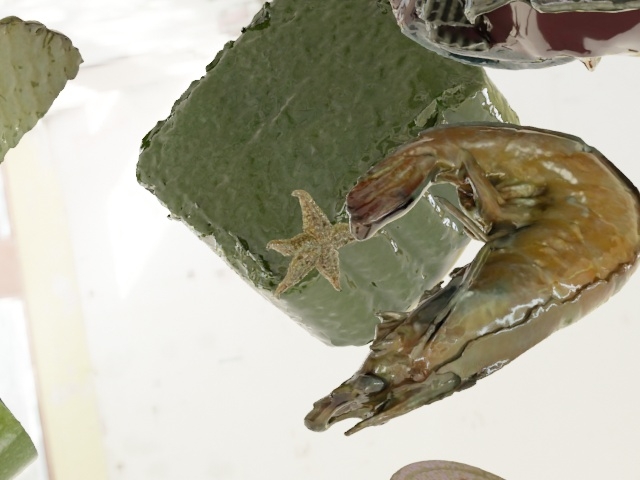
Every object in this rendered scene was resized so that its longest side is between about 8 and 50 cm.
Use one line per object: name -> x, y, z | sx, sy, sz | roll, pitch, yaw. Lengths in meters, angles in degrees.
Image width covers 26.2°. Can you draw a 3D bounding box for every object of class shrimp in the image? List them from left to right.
shrimp -> 0.067, 0.012, 0.717 | 0.251, 0.143, 0.052 | -33, 150, -36

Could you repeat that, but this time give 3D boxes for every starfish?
starfish -> 0.000, 0.000, 0.942 | 0.086, 0.092, 0.016 | -31, -144, -21

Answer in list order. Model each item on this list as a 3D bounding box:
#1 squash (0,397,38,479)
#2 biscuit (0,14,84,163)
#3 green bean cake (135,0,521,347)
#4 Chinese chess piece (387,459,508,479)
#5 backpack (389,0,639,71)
squash -> -0.376, 0.202, 1.374 | 0.170, 0.170, 0.123 | -17, -147, 57
biscuit -> -0.408, -0.164, 1.638 | 0.036, 0.273, 0.187 | 28, 164, 32
green bean cake -> 0.013, -0.082, 1.414 | 0.319, 0.335, 0.218 | -46, 137, 0
Chinese chess piece -> 0.186, 0.405, 1.802 | 0.270, 0.112, 0.270 | 14, -155, -7
backpack -> 0.182, -0.205, 0.720 | 0.317, 0.283, 0.197 | 17, -132, 25
